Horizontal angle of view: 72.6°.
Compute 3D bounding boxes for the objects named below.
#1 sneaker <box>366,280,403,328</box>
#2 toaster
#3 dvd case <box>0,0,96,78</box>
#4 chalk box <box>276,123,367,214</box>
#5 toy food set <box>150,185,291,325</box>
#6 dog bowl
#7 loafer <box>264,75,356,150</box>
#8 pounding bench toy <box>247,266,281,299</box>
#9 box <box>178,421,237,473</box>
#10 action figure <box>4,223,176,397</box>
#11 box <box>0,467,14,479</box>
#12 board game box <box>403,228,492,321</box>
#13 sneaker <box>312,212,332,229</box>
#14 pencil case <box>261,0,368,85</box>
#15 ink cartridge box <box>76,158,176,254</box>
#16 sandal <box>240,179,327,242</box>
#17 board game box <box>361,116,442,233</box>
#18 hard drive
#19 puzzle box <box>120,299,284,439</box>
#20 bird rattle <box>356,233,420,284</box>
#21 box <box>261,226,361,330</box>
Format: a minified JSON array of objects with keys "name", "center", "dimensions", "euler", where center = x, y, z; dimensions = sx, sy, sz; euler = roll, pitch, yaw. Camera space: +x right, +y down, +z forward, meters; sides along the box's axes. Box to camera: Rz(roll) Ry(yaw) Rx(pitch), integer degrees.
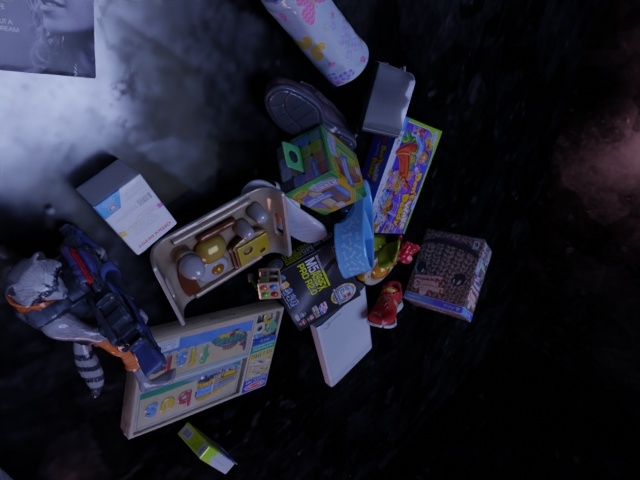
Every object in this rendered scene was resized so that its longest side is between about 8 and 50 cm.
[{"name":"sneaker","center":[0.234,0.222,1.565],"dimensions":[0.279,0.107,0.118],"euler":[-43,137,-64]},{"name":"toaster","center":[0.153,-0.340,1.079],"dimensions":[0.168,0.110,0.185],"euler":[-77,-178,-71]},{"name":"dvd case","center":[-0.395,-0.342,0.589],"dimensions":[0.164,0.018,0.221],"euler":[-13,122,-43]},{"name":"chalk box","center":[-0.009,-0.165,1.002],"dimensions":[0.213,0.132,0.132],"euler":[24,50,-54]},{"name":"toy food set","center":[-0.197,0.039,0.946],"dimensions":[0.306,0.092,0.219],"euler":[-32,146,-23]},{"name":"dog bowl","center":[0.094,-0.041,1.149],"dimensions":[0.166,0.074,0.297],"euler":[64,25,-50]},{"name":"loafer","center":[-0.023,-0.292,0.997],"dimensions":[0.302,0.109,0.095],"euler":[24,53,-52]},{"name":"pounding bench toy","center":[-0.139,0.108,1.062],"dimensions":[0.083,0.065,0.052],"euler":[-4,126,0]},{"name":"box","center":[-0.309,0.577,1.203],"dimensions":[0.042,0.109,0.178],"euler":[-47,141,-22]},{"name":"action figure","center":[-0.364,0.150,0.695],"dimensions":[0.178,0.341,0.330],"euler":[-37,140,-18]},{"name":"box","center":[-0.587,0.598,0.857],"dimensions":[0.087,0.169,0.290],"euler":[-33,134,-31]},{"name":"board game box","center":[0.486,0.129,1.660],"dimensions":[0.141,0.232,0.291],"euler":[35,72,-52]},{"name":"sneaker","center":[0.000,0.000,1.232],"dimensions":[0.071,0.066,0.188],"euler":[-21,130,-12]},{"name":"pencil case","center":[-0.005,-0.442,0.888],"dimensions":[0.273,0.113,0.124],"euler":[34,67,-52]},{"name":"ink cartridge box","center":[-0.339,-0.053,0.779],"dimensions":[0.092,0.090,0.143],"euler":[-43,140,-20]},{"name":"sandal","center":[-0.088,-0.077,1.052],"dimensions":[0.102,0.076,0.265],"euler":[-30,138,26]},{"name":"board game box","center":[0.226,-0.195,1.332],"dimensions":[0.233,0.078,0.347],"euler":[0,113,-48]},{"name":"hard drive","center":[0.084,0.337,1.541],"dimensions":[0.233,0.047,0.353],"euler":[-37,136,-27]},{"name":"puzzle box","center":[-0.284,0.311,1.107],"dimensions":[0.409,0.052,0.272],"euler":[-7,119,-46]},{"name":"bird rattle","center":[0.211,0.060,1.484],"dimensions":[0.207,0.143,0.253],"euler":[-54,157,11]},{"name":"box","center":[-0.016,0.115,1.222],"dimensions":[0.216,0.060,0.270],"euler":[-29,136,-7]}]
